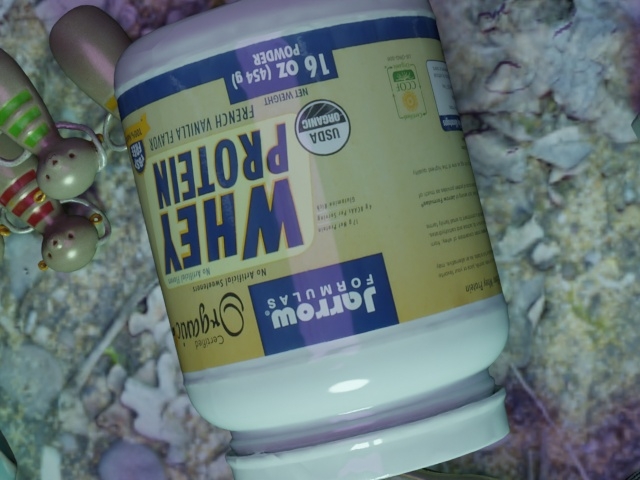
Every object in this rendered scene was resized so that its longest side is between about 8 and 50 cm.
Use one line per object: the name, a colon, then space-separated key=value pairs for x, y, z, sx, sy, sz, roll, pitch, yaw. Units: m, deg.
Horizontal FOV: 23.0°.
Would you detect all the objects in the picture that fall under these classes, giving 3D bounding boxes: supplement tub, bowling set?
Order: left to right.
bowling set: x=-0.238 y=-0.037 z=1.140 sx=0.287 sy=0.200 sz=0.154 roll=-42 pitch=85 yaw=12
supplement tub: x=0.000 y=0.000 z=1.078 sx=0.228 sy=0.228 sz=0.316 roll=-14 pitch=88 yaw=10

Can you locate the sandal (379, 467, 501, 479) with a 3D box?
sandal: x=0.102 y=0.193 z=1.141 sx=0.180 sy=0.072 sz=0.049 roll=8 pitch=81 yaw=16

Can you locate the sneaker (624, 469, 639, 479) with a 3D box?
sneaker: x=0.205 y=0.282 z=1.121 sx=0.132 sy=0.086 sz=0.229 roll=45 pitch=97 yaw=4

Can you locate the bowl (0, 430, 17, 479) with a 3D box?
bowl: x=-0.333 y=0.136 z=1.126 sx=0.163 sy=0.311 sz=0.311 roll=-35 pitch=85 yaw=-9

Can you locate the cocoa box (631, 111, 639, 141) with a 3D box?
cocoa box: x=0.347 y=-0.044 z=0.955 sx=0.231 sy=0.347 sz=0.228 roll=-32 pitch=86 yaw=8
